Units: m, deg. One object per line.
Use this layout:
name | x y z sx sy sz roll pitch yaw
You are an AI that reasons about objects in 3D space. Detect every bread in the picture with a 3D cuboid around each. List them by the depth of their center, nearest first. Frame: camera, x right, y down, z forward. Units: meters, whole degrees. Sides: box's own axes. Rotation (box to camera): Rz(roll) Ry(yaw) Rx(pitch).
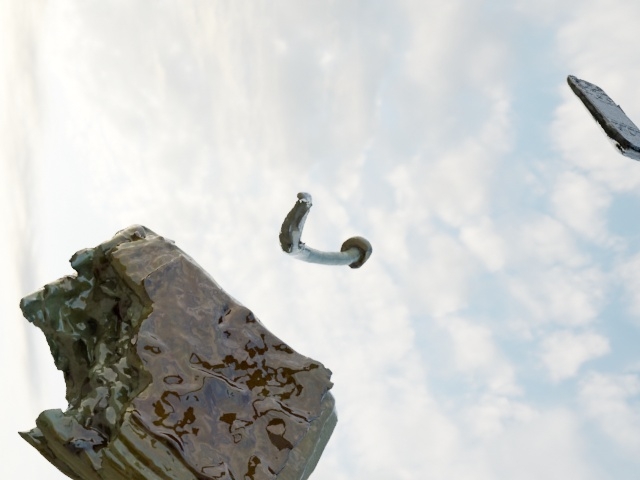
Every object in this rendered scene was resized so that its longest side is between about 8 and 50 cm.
bread | -0.183 0.177 0.846 0.370 0.314 0.191 38 -57 5

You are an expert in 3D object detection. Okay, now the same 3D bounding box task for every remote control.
remote control | 0.204 -0.086 0.531 0.014 0.039 0.096 -59 -151 33

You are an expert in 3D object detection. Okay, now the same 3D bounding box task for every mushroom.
mushroom | -0.002 -0.002 0.787 0.043 0.306 0.068 38 -87 19
